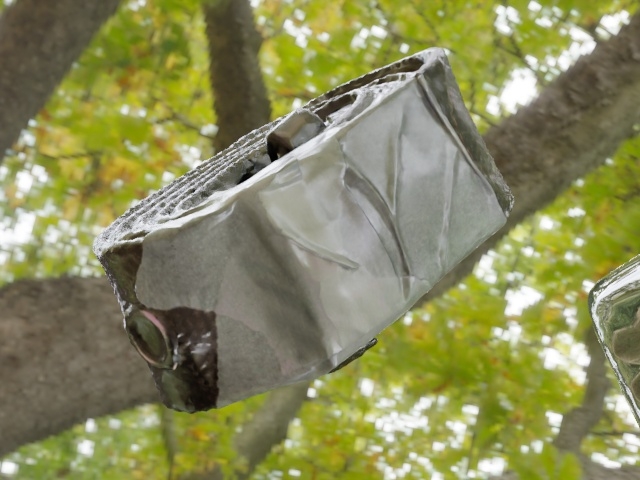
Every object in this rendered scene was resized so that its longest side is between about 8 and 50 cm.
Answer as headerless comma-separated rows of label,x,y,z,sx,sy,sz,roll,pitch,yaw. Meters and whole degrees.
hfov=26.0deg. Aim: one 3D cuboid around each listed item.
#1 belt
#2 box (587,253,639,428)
belt,0.000,0.000,0.883,0.184,0.289,0.164,-9,-70,49
box,0.251,0.201,0.378,0.111,0.396,0.396,-37,-147,16
